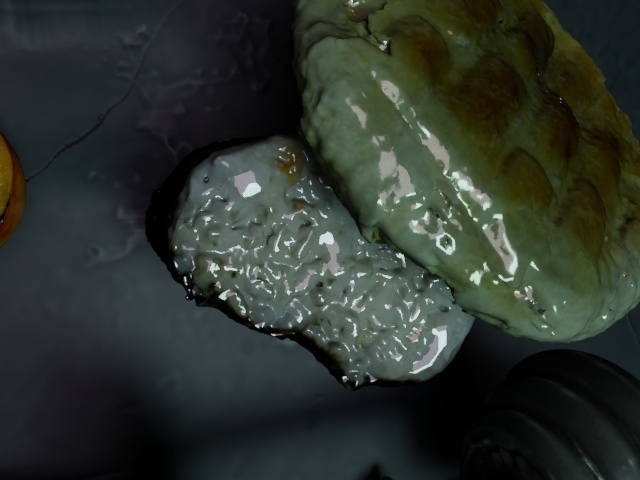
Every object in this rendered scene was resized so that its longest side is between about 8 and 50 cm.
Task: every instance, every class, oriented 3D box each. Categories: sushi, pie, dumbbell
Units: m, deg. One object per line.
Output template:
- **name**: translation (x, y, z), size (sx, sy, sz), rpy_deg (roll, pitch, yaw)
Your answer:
- **sushi**: translation (0.000, 0.000, 0.434), size (0.212, 0.115, 0.147), rpy_deg (25, 92, -20)
- **pie**: translation (0.111, -0.075, 0.409), size (0.306, 0.071, 0.306), rpy_deg (21, 55, -35)
- **dumbbell**: translation (0.046, 0.181, 0.377), size (0.406, 0.179, 0.179), rpy_deg (-12, 100, -21)

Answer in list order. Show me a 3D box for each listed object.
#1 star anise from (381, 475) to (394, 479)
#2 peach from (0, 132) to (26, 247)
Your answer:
- **star anise**: translation (0.080, 0.295, 0.480), size (0.229, 0.093, 0.236), rpy_deg (8, 62, -21)
- **peach**: translation (-0.219, -0.027, 0.390), size (0.098, 0.061, 0.098), rpy_deg (1, 78, -5)
